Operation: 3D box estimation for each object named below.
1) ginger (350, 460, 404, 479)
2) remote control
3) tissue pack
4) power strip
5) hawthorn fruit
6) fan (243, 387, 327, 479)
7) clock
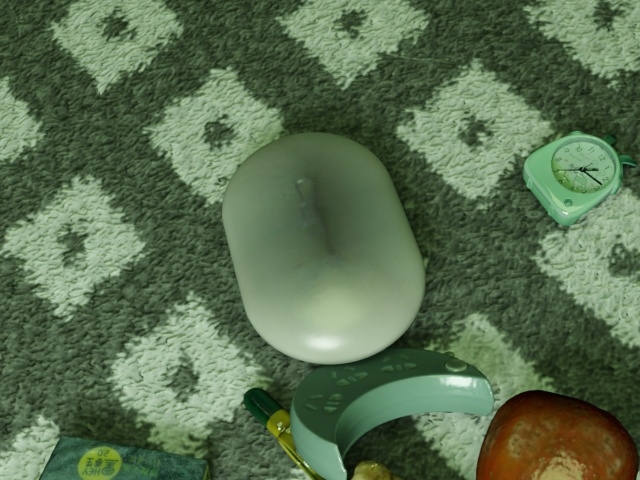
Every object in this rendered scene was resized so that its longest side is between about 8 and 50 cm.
[{"bbox_3d":[-0.009,0.409,0.934,0.236,0.166,0.375,36,70,4],"label":"ginger"},{"bbox_3d":[0.000,0.000,1.115,0.221,0.103,0.332,-14,58,-5],"label":"remote control"},{"bbox_3d":[-0.241,0.345,0.986,0.185,0.081,0.257,8,43,8],"label":"tissue pack"},{"bbox_3d":[0.073,0.176,1.016,0.253,0.054,0.168,-19,27,-32],"label":"power strip"},{"bbox_3d":[0.238,0.255,0.955,0.169,0.169,0.188,27,63,17],"label":"hawthorn fruit"},{"bbox_3d":[-0.034,0.223,1.062,0.039,0.082,0.155,-43,58,-15],"label":"fan"},{"bbox_3d":[0.333,-0.088,1.149,0.135,0.041,0.101,-29,67,-5],"label":"clock"}]
